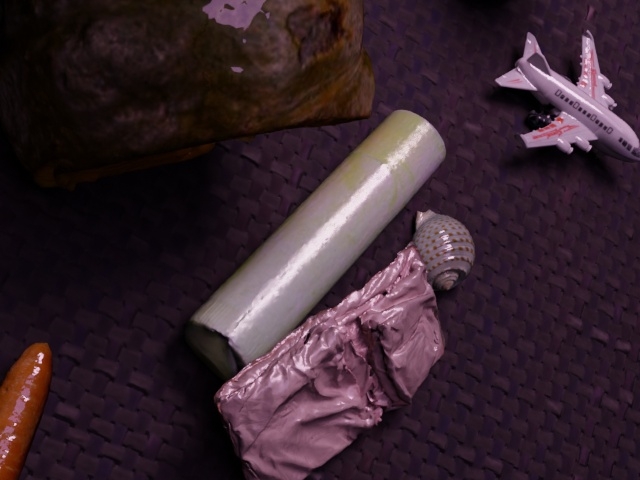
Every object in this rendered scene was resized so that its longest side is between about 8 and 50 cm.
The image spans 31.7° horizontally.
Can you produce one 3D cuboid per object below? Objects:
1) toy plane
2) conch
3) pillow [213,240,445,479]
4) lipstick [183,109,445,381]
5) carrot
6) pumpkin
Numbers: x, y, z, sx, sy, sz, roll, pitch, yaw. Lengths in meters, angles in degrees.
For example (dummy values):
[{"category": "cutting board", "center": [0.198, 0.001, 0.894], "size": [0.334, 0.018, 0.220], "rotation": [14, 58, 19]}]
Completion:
[{"category": "toy plane", "center": [0.263, -0.136, 1.165], "size": [0.171, 0.065, 0.162], "rotation": [42, 63, -12]}, {"category": "conch", "center": [0.119, 0.008, 1.070], "size": [0.076, 0.056, 0.085], "rotation": [10, 73, -35]}, {"category": "pillow", "center": [0.023, 0.116, 0.971], "size": [0.248, 0.049, 0.135], "rotation": [-35, 126, -29]}, {"category": "lipstick", "center": [0.000, 0.000, 1.005], "size": [0.076, 0.076, 0.304], "rotation": [46, 64, -7]}, {"category": "carrot", "center": [-0.240, 0.145, 0.876], "size": [0.048, 0.048, 0.139], "rotation": [26, 65, -17]}, {"category": "pumpkin", "center": [-0.119, -0.173, 0.890], "size": [0.256, 0.303, 0.225], "rotation": [-10, 88, -54]}]
